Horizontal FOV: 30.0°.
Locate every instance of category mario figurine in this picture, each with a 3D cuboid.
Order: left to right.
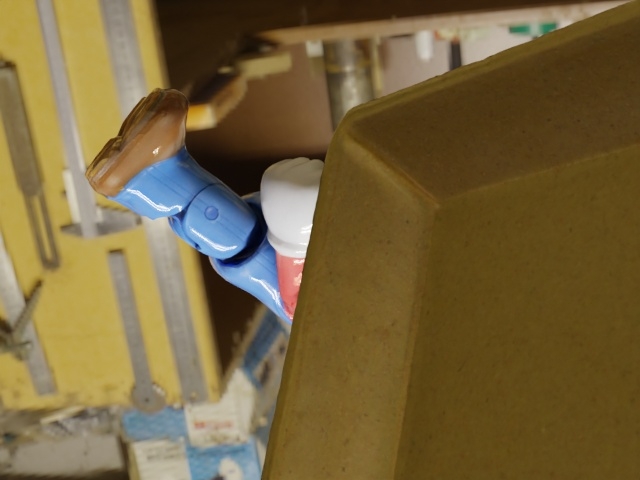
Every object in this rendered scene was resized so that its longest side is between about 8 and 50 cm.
[{"bbox_3d":[0.000,0.000,0.853,0.170,0.320,0.198,-44,-164,27],"label":"mario figurine"}]

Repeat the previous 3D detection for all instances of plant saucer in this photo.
[{"bbox_3d":[0.115,0.055,0.581,0.081,0.333,0.333,27,152,-34],"label":"plant saucer"}]
